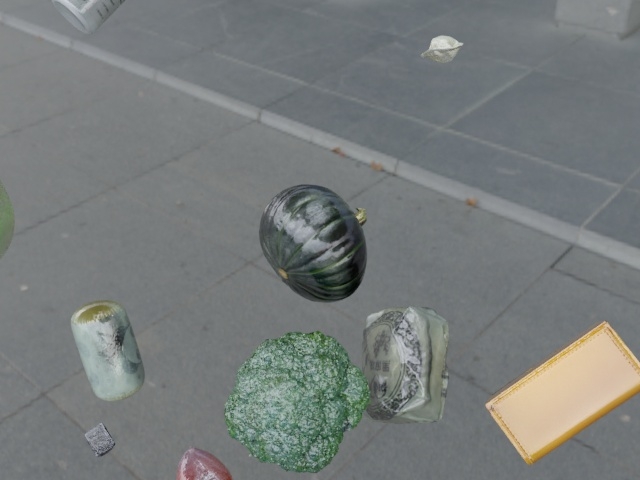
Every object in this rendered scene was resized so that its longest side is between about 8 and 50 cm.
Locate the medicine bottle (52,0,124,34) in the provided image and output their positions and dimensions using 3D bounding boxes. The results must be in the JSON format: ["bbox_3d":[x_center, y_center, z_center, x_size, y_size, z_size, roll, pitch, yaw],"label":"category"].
[{"bbox_3d":[-0.334,-0.383,1.115,0.080,0.080,0.130,29,75,37],"label":"medicine bottle"}]

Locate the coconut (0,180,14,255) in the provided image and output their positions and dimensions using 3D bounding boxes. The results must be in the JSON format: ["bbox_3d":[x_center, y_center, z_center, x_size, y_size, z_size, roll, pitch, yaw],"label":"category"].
[{"bbox_3d":[-0.710,-0.025,1.311,0.328,0.281,0.328,-29,20,12],"label":"coconut"}]

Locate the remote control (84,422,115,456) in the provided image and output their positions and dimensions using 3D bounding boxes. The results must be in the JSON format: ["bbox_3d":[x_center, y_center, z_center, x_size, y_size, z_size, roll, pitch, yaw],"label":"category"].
[{"bbox_3d":[-0.385,0.351,1.292,0.039,0.014,0.096,-32,23,-21],"label":"remote control"}]

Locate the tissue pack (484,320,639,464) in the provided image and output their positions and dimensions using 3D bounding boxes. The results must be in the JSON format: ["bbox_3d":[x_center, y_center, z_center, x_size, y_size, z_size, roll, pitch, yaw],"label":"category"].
[{"bbox_3d":[0.474,0.290,1.431,0.274,0.194,0.145,-37,77,9],"label":"tissue pack"}]

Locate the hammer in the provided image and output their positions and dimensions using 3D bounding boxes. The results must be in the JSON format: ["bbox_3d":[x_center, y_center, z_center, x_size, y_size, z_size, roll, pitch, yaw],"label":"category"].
[{"bbox_3d":[-0.449,0.199,1.531,0.113,0.202,0.305,-15,14,-19],"label":"hammer"}]

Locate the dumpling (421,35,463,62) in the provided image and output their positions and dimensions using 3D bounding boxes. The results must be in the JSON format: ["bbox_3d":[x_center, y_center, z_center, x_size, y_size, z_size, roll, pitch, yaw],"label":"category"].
[{"bbox_3d":[0.225,-0.353,1.381,0.076,0.052,0.057,33,61,32],"label":"dumpling"}]

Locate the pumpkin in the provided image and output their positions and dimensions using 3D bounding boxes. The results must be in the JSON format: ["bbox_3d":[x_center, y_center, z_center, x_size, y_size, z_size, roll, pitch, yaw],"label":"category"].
[{"bbox_3d":[0.000,0.000,1.430,0.216,0.250,0.250,-31,40,-6],"label":"pumpkin"}]

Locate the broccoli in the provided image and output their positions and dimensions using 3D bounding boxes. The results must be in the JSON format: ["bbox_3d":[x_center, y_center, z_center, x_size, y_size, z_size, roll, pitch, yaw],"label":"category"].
[{"bbox_3d":[-0.038,0.305,1.377,0.269,0.270,0.270,-3,71,8],"label":"broccoli"}]

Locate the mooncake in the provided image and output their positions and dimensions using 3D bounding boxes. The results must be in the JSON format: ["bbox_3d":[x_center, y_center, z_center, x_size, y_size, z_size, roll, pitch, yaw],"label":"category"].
[{"bbox_3d":[0.167,0.260,1.567,0.136,0.254,0.250,12,74,-20],"label":"mooncake"}]

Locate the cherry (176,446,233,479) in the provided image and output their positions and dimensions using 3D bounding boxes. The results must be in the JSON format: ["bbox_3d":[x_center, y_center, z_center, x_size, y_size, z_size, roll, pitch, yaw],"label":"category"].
[{"bbox_3d":[-0.209,0.443,1.344,0.106,0.087,0.126,-8,40,-4],"label":"cherry"}]
